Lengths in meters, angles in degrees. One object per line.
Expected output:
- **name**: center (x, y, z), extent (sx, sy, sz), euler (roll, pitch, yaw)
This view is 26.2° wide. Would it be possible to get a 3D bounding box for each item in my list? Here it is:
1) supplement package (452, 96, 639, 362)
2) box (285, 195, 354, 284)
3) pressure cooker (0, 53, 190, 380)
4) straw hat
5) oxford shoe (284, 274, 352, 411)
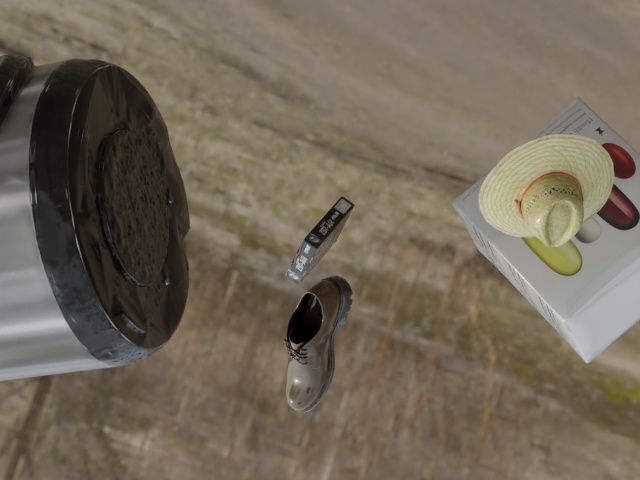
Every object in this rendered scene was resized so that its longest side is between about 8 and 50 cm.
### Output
- **supplement package**: center (0.300, -0.011, 1.575), extent (0.203, 0.194, 0.149), euler (49, 180, 30)
- **box**: center (0.000, 0.000, 1.458), extent (0.018, 0.083, 0.067), euler (35, 140, 7)
- **pressure cooker**: center (-0.403, -0.007, 1.624), extent (0.420, 0.376, 0.370), euler (-8, 167, 17)
- **straw hat**: center (0.225, -0.031, 1.334), extent (0.144, 0.061, 0.144), euler (-5, 137, -4)
- **oxford shoe**: center (-0.025, 0.164, 2.112), extent (0.082, 0.227, 0.096), euler (23, -157, 32)
